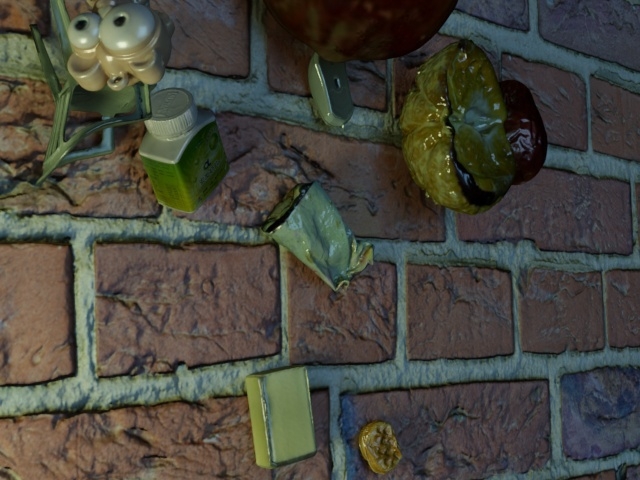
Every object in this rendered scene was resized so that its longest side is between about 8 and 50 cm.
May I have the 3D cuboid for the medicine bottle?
[{"bbox_3d":[-0.234,-0.157,1.568,0.132,0.088,0.188,-54,150,-32],"label":"medicine bottle"}]

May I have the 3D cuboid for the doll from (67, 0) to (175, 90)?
[{"bbox_3d":[-0.294,-0.337,1.340,0.119,0.154,0.278,62,12,-65],"label":"doll"}]

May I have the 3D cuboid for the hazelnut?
[{"bbox_3d":[0.077,-0.539,1.756,0.421,0.353,0.421,0,89,-7],"label":"hazelnut"}]

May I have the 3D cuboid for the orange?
[{"bbox_3d":[0.286,-0.232,2.018,0.271,0.210,0.369,-3,84,-44],"label":"orange"}]

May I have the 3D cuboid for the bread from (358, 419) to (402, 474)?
[{"bbox_3d":[0.119,0.419,1.890,0.083,0.044,0.111,-30,102,-37],"label":"bread"}]

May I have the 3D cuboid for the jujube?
[{"bbox_3d":[0.445,-0.258,2.207,0.190,0.190,0.255,31,48,-35],"label":"jujube"}]

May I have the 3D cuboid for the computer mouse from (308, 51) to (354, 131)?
[{"bbox_3d":[0.019,-0.307,1.890,0.089,0.056,0.182,-20,100,-39],"label":"computer mouse"}]

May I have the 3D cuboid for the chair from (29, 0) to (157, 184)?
[{"bbox_3d":[-0.361,-0.229,1.449,0.190,0.203,0.275,-6,80,-31],"label":"chair"}]

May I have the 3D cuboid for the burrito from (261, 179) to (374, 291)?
[{"bbox_3d":[0.000,0.000,1.813,0.229,0.089,0.144,47,70,-26],"label":"burrito"}]

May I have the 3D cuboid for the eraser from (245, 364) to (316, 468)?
[{"bbox_3d":[-0.073,0.323,1.718,0.117,0.058,0.172,-7,89,-42],"label":"eraser"}]
